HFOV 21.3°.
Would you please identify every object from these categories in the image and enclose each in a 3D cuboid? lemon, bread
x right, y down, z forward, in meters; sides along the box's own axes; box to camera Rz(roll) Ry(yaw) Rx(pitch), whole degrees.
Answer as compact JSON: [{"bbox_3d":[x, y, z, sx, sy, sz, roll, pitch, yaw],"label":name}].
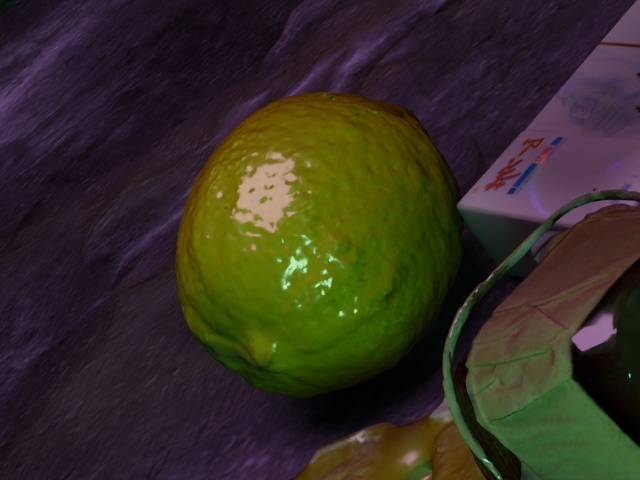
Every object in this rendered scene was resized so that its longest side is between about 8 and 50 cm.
[{"bbox_3d":[0.000,0.003,1.058,0.180,0.180,0.193,-23,54,31],"label":"lemon"},{"bbox_3d":[0.142,0.093,0.643,0.142,0.224,0.212,-44,-5,-16],"label":"bread"}]

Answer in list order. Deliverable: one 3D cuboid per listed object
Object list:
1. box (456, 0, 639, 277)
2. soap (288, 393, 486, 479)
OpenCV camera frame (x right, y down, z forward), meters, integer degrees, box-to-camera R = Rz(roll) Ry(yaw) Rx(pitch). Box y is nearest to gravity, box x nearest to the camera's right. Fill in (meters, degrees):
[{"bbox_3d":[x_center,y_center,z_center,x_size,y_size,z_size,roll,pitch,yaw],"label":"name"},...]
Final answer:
[{"bbox_3d":[0.207,-0.072,1.022,0.233,0.067,0.149,-48,25,-19],"label":"box"},{"bbox_3d":[0.012,0.197,0.745,0.199,0.091,0.315,-29,18,20],"label":"soap"}]
